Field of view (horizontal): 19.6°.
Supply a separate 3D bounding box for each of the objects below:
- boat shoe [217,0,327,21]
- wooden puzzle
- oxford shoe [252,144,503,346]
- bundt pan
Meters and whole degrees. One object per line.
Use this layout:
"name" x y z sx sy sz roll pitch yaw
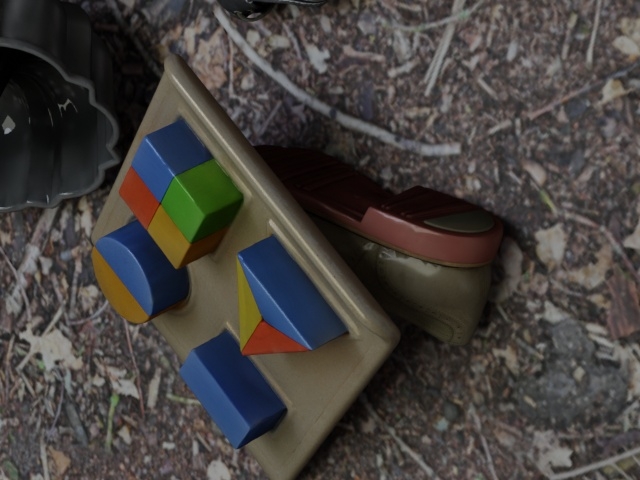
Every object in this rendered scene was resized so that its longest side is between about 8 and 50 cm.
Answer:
"boat shoe" -0.076 -0.245 1.736 0.228 0.080 0.076 20 125 31
"wooden puzzle" -0.096 0.048 1.679 0.322 0.080 0.348 51 148 14
"oxford shoe" 0.000 0.000 1.678 0.348 0.123 0.130 22 115 36
"bundt pan" -0.350 -0.163 1.831 0.330 0.331 0.124 -21 50 37
